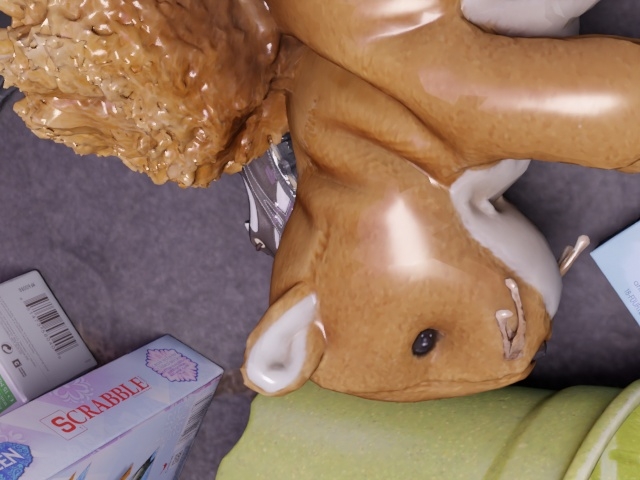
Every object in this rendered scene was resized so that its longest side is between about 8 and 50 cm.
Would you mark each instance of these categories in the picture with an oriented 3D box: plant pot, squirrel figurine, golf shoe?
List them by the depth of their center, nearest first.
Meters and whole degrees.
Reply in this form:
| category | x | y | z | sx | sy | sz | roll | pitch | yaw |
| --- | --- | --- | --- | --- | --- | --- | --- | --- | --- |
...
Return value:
| category | x | y | z | sx | sy | sz | roll | pitch | yaw |
| --- | --- | --- | --- | --- | --- | --- | --- | --- | --- |
| squirrel figurine | 0.015 | -0.102 | 0.675 | 0.397 | 0.281 | 0.370 | 18 | 110 | 10 |
| plant pot | 0.077 | 0.194 | 0.765 | 0.254 | 0.276 | 0.276 | 13 | 107 | 34 |
| golf shoe | 0.000 | 0.000 | 0.851 | 0.094 | 0.077 | 0.198 | -23 | 89 | 44 |

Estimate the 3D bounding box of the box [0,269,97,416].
| category | x | y | z | sx | sy | sz | roll | pitch | yaw |
| --- | --- | --- | --- | --- | --- | --- | --- | --- | --- |
| box | -0.266 | 0.097 | 0.966 | 0.087 | 0.102 | 0.101 | -35 | 87 | 28 |

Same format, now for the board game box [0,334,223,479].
| category | x | y | z | sx | sy | sz | roll | pitch | yaw |
| --- | --- | --- | --- | --- | --- | --- | --- | --- | --- |
| board game box | -0.226 | 0.254 | 0.862 | 0.066 | 0.318 | 0.319 | 30 | 111 | 16 |

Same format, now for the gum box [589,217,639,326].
| category | x | y | z | sx | sy | sz | roll | pitch | yaw |
| --- | --- | --- | --- | --- | --- | --- | --- | --- | --- |
| gum box | 0.293 | 0.021 | 0.730 | 0.184 | 0.041 | 0.157 | -36 | 85 | 25 |

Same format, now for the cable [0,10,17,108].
| category | x | y | z | sx | sy | sz | roll | pitch | yaw |
| --- | --- | --- | --- | --- | --- | --- | --- | --- | --- |
| cable | -0.246 | -0.153 | 0.947 | 0.139 | 0.072 | 0.287 | 35 | 127 | -4 |
